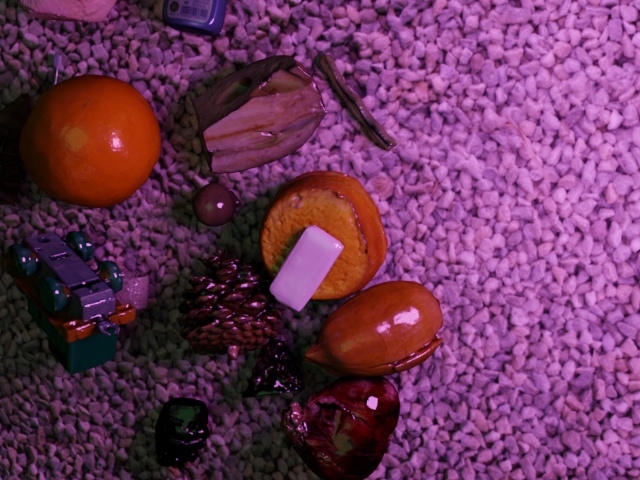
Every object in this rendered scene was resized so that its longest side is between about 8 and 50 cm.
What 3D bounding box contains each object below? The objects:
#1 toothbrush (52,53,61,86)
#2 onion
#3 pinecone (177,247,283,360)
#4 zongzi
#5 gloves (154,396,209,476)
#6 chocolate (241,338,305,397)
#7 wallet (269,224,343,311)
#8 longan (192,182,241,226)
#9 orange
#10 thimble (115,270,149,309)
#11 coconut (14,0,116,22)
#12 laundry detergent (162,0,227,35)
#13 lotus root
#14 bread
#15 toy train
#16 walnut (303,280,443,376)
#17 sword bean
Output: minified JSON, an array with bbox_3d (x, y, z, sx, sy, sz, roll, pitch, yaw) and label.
[{"bbox_3d":[-0.676,-0.359,1.597,0.016,0.019,0.220,12,98,3],"label":"toothbrush"},{"bbox_3d":[0.066,0.424,1.459,0.280,0.221,0.281,-2,109,-6],"label":"onion"},{"bbox_3d":[-0.203,0.150,1.470,0.243,0.243,0.257,13,77,8],"label":"pinecone"},{"bbox_3d":[-0.871,-0.247,1.598,0.285,0.134,0.288,9,84,13],"label":"zongzi"},{"bbox_3d":[-0.352,0.500,1.596,0.164,0.124,0.203,5,89,27],"label":"gloves"},{"bbox_3d":[-0.114,0.303,1.528,0.156,0.156,0.133,-10,76,11],"label":"chocolate"},{"bbox_3d":[-0.036,0.062,1.364,0.095,0.033,0.190,35,107,3],"label":"wallet"},{"bbox_3d":[-0.249,-0.087,1.520,0.119,0.106,0.106,-19,94,-28],"label":"longan"},{"bbox_3d":[-0.518,-0.224,1.446,0.312,0.312,0.312,1,96,10],"label":"orange"},{"bbox_3d":[-0.483,0.125,1.574,0.115,0.102,0.090,12,99,46],"label":"thimble"},{"bbox_3d":[-0.594,-0.646,1.433,0.297,0.254,0.297,1,98,9],"label":"coconut"},{"bbox_3d":[-0.273,-0.631,1.467,0.143,0.094,0.290,14,95,14],"label":"laundry detergent"},{"bbox_3d":[-0.148,-0.295,1.464,0.314,0.142,0.210,-20,130,7],"label":"lotus root"},{"bbox_3d":[-0.003,-0.005,1.443,0.312,0.172,0.312,2,98,11],"label":"bread"},{"bbox_3d":[-0.602,0.138,1.508,0.429,0.178,0.249,34,125,33],"label":"toy train"},{"bbox_3d":[0.116,0.206,1.411,0.336,0.209,0.209,-16,94,-16],"label":"walnut"},{"bbox_3d":[0.082,-0.317,1.463,0.043,0.038,0.269,-37,88,17],"label":"sword bean"}]
